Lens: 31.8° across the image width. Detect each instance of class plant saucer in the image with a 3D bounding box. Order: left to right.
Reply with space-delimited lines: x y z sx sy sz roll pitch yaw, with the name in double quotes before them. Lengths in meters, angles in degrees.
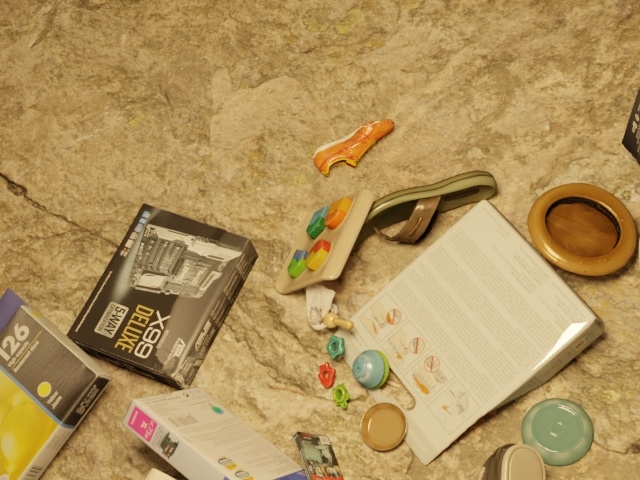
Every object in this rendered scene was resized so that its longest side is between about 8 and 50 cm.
"plant saucer" 0.110 0.320 1.931 0.083 0.015 0.083 -8 67 19
"plant saucer" 0.394 0.315 1.873 0.119 0.021 0.119 -6 61 10

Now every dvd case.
"dvd case" 0.002 0.379 1.891 0.013 0.087 0.119 -38 56 26

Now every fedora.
"fedora" 0.461 -0.009 2.002 0.194 0.079 0.194 0 63 -1

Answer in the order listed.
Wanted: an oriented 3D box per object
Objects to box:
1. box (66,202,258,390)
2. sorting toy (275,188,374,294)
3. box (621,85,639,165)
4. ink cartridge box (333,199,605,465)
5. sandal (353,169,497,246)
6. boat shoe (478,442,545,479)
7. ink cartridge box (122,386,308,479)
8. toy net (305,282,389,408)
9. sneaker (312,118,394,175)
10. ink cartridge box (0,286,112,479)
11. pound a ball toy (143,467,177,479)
"box" -0.294 0.103 2.113 0.243 0.076 0.307 19 67 22
"sorting toy" 0.000 0.000 2.060 0.208 0.038 0.193 -17 43 58
"box" 0.760 -0.163 1.935 0.343 0.179 0.312 -20 59 -12
"ink cartridge box" 0.251 0.163 1.976 0.385 0.091 0.308 -43 60 8
"sandal" 0.186 -0.046 2.073 0.303 0.120 0.086 -18 73 2
"boat shoe" 0.291 0.488 1.772 0.112 0.095 0.335 19 66 -18
"ink cartridge box" -0.162 0.359 1.881 0.311 0.186 0.065 31 105 27
"toy net" 0.030 0.180 2.011 0.122 0.045 0.232 -49 54 29
"sneaker" 0.071 -0.182 2.212 0.175 0.064 0.067 -30 79 1
"ink cartridge box" -0.577 0.281 2.046 0.307 0.072 0.303 35 89 24
"pound a ball toy" -0.249 0.519 1.837 0.208 0.135 0.319 23 69 23
